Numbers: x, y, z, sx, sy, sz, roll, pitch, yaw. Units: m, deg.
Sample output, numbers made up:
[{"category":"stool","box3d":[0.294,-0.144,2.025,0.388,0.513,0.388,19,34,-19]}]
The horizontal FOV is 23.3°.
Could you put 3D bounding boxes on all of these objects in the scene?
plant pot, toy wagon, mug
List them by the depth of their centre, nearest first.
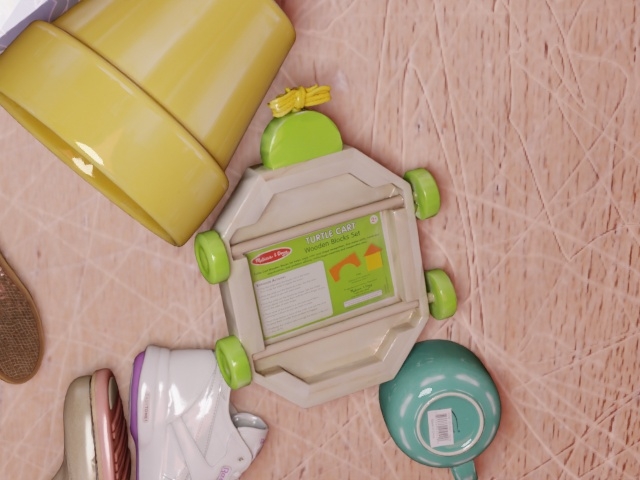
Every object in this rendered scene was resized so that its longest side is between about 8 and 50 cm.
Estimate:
[{"category":"plant pot","box3d":[-0.158,-0.161,1.524,0.254,0.254,0.239,42,83,-15]},{"category":"toy wagon","box3d":[0.000,0.000,1.635,0.267,0.068,0.344,-17,109,-20]},{"category":"mug","box3d":[0.145,0.193,1.719,0.158,0.097,0.129,36,99,-14]}]

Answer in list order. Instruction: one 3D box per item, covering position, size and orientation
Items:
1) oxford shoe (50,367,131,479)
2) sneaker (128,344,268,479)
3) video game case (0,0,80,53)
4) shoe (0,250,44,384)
[{"category":"oxford shoe","box3d":[-0.287,0.327,1.690,0.146,0.140,0.397,6,103,-1]},{"category":"sneaker","box3d":[-0.131,0.263,1.698,0.152,0.114,0.305,-1,105,-5]},{"category":"video game case","box3d":[-0.319,-0.300,1.570,0.183,0.023,0.201,-22,107,0]},{"category":"shoe","box3d":[-0.355,0.051,1.651,0.076,0.058,0.219,-27,112,-20]}]
